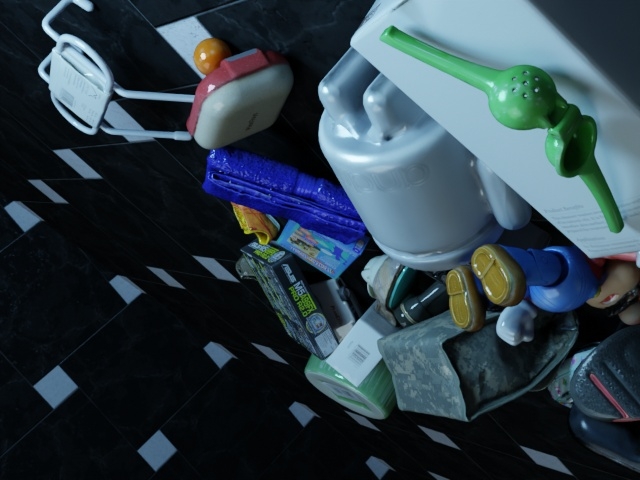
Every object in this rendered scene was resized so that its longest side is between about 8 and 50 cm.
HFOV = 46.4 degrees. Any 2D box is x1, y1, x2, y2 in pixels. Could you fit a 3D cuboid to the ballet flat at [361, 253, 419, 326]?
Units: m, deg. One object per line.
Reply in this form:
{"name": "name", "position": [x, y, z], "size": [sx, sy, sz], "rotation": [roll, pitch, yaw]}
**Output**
{"name": "ballet flat", "position": [0.137, 0.091, 1.518], "size": [0.106, 0.107, 0.316], "rotation": [35, 160, 21]}

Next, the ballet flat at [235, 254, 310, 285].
{"name": "ballet flat", "position": [-0.120, 0.106, 1.952], "size": [0.250, 0.058, 0.084], "rotation": [22, 158, 23]}

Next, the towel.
{"name": "towel", "position": [-0.064, -0.071, 1.344], "size": [0.308, 0.076, 0.227], "rotation": [20, 167, -6]}

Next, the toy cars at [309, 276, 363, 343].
{"name": "toy cars", "position": [0.142, 0.214, 1.791], "size": [0.394, 0.087, 0.176], "rotation": [30, 126, 8]}

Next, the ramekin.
{"name": "ramekin", "position": [0.102, 0.383, 2.138], "size": [0.304, 0.148, 0.303], "rotation": [27, 159, 12]}

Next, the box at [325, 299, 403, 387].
{"name": "box", "position": [0.104, 0.223, 1.645], "size": [0.091, 0.130, 0.170], "rotation": [38, -162, 7]}

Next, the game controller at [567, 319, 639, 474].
{"name": "game controller", "position": [0.466, 0.195, 1.028], "size": [0.167, 0.319, 0.067], "rotation": [14, 128, 34]}

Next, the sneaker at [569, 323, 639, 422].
{"name": "sneaker", "position": [0.470, 0.147, 0.955], "size": [0.115, 0.314, 0.136], "rotation": [62, -175, 26]}

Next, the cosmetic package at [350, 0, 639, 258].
{"name": "cosmetic package", "position": [0.247, -0.159, 0.739], "size": [0.385, 0.156, 0.217], "rotation": [40, 157, -18]}

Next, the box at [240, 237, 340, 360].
{"name": "box", "position": [-0.072, 0.134, 1.766], "size": [0.270, 0.060, 0.216], "rotation": [63, 164, -20]}

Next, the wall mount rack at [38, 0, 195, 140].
{"name": "wall mount rack", "position": [-0.363, -0.277, 1.358], "size": [0.304, 0.130, 0.350], "rotation": [40, 158, -11]}

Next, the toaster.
{"name": "toaster", "position": [0.259, 0.025, 1.185], "size": [0.186, 0.110, 0.168], "rotation": [32, 160, 1]}

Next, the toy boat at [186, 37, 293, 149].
{"name": "toy boat", "position": [-0.144, -0.242, 1.149], "size": [0.151, 0.151, 0.231], "rotation": [62, 159, 6]}

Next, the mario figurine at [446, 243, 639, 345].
{"name": "mario figurine", "position": [0.334, 0.067, 0.946], "size": [0.321, 0.170, 0.198], "rotation": [-6, -168, -23]}

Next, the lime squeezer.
{"name": "lime squeezer", "position": [0.190, -0.095, 0.666], "size": [0.310, 0.058, 0.110], "rotation": [36, 156, -13]}

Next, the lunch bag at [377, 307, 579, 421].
{"name": "lunch bag", "position": [0.286, 0.194, 1.319], "size": [0.235, 0.287, 0.168], "rotation": [-17, 93, 66]}

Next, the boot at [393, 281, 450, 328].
{"name": "boot", "position": [0.243, 0.117, 1.472], "size": [0.076, 0.137, 0.198], "rotation": [53, -158, 14]}

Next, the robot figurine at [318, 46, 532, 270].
{"name": "robot figurine", "position": [0.127, -0.097, 0.959], "size": [0.300, 0.199, 0.353], "rotation": [25, 158, 44]}

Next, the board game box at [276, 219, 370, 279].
{"name": "board game box", "position": [0.000, 0.000, 1.569], "size": [0.160, 0.047, 0.210], "rotation": [32, 159, -2]}

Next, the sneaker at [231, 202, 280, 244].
{"name": "sneaker", "position": [-0.155, -0.054, 1.634], "size": [0.064, 0.067, 0.175], "rotation": [6, 146, 51]}

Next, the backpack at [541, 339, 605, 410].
{"name": "backpack", "position": [0.480, 0.233, 1.281], "size": [0.152, 0.115, 0.182], "rotation": [-4, 157, -20]}
